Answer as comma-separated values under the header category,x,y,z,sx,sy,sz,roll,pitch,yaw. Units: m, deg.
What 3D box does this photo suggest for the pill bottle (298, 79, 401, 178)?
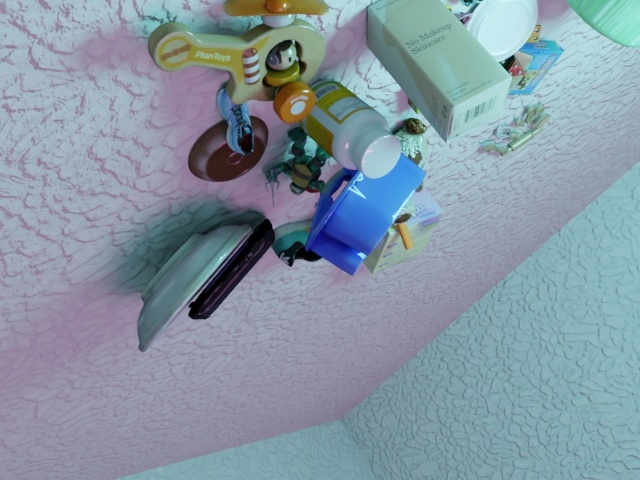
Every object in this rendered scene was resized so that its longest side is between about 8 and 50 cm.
category,x,y,z,sx,sy,sz,roll,pitch,yaw
pill bottle,0.063,-0.237,1.489,0.136,0.246,0.136,-21,135,-23

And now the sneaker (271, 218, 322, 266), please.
category,x,y,z,sx,sy,sz,roll,pitch,yaw
sneaker,0.000,0.000,2.005,0.302,0.121,0.108,-19,151,-29

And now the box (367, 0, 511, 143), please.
category,x,y,z,sx,sy,sz,roll,pitch,yaw
box,0.232,-0.367,1.411,0.148,0.311,0.121,-29,155,-10

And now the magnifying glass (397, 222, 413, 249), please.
category,x,y,z,sx,sy,sz,roll,pitch,yaw
magnifying glass,0.233,-0.079,2.077,0.092,0.026,0.231,-29,112,-22

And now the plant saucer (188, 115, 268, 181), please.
category,x,y,z,sx,sy,sz,roll,pitch,yaw
plant saucer,-0.196,-0.193,1.538,0.198,0.036,0.199,-28,154,-14

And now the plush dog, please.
category,x,y,z,sx,sy,sz,roll,pitch,yaw
plush dog,0.203,-0.207,1.849,0.225,0.210,0.263,-37,144,-37

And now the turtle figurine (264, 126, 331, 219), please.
category,x,y,z,sx,sy,sz,roll,pitch,yaw
turtle figurine,-0.046,-0.161,1.686,0.175,0.118,0.234,16,139,-4

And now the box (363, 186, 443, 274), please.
category,x,y,z,sx,sy,sz,roll,pitch,yaw
box,0.251,-0.030,2.252,0.213,0.117,0.243,-21,153,-24

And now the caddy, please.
category,x,y,z,sx,sy,sz,roll,pitch,yaw
caddy,0.091,-0.089,1.609,0.341,0.179,0.241,-53,176,-32

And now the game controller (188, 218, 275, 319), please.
category,x,y,z,sx,sy,sz,roll,pitch,yaw
game controller,-0.235,0.073,1.816,0.067,0.166,0.319,40,96,-18

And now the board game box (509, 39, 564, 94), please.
category,x,y,z,sx,sy,sz,roll,pitch,yaw
board game box,0.552,-0.475,1.902,0.210,0.047,0.160,-10,146,-39

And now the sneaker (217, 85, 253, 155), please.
category,x,y,z,sx,sy,sz,roll,pitch,yaw
sneaker,-0.161,-0.245,1.414,0.063,0.073,0.162,-27,132,-18

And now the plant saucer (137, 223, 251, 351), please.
category,x,y,z,sx,sy,sz,roll,pitch,yaw
plant saucer,-0.332,0.090,1.691,0.400,0.100,0.400,-49,-177,4

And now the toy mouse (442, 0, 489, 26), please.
category,x,y,z,sx,sy,sz,roll,pitch,yaw
toy mouse,0.315,-0.523,1.560,0.143,0.031,0.161,-28,154,-11

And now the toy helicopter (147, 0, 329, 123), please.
category,x,y,z,sx,sy,sz,roll,pitch,yaw
toy helicopter,-0.134,-0.345,1.233,0.355,0.140,0.235,-6,141,-40

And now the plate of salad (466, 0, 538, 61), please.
category,x,y,z,sx,sy,sz,roll,pitch,yaw
plate of salad,0.431,-0.520,1.664,0.199,0.048,0.200,-14,136,-14

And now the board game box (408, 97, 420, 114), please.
category,x,y,z,sx,sy,sz,roll,pitch,yaw
board game box,0.308,-0.402,1.749,0.181,0.043,0.092,-31,154,-6

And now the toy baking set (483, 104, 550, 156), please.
category,x,y,z,sx,sy,sz,roll,pitch,yaw
toy baking set,0.633,-0.352,2.242,0.256,0.030,0.197,-36,152,4

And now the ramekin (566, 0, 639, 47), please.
category,x,y,z,sx,sy,sz,roll,pitch,yaw
ramekin,0.700,-0.591,1.596,0.303,0.303,0.148,-13,154,-37

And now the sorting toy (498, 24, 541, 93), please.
category,x,y,z,sx,sy,sz,roll,pitch,yaw
sorting toy,0.470,-0.442,1.794,0.132,0.046,0.275,13,134,-17
